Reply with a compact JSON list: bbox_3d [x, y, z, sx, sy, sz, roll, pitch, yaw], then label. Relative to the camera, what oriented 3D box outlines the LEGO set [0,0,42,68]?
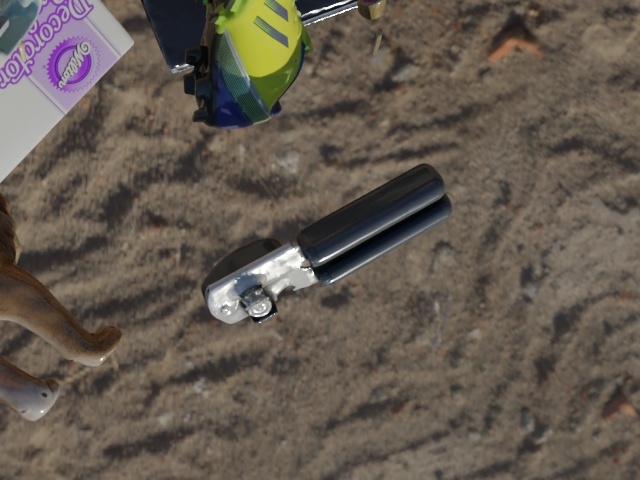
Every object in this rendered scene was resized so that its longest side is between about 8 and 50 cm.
[{"bbox_3d":[-0.269,-0.171,0.527,0.286,0.132,0.107,14,140,4],"label":"LEGO set"}]

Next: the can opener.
[{"bbox_3d":[0.000,0.000,1.138,0.280,0.093,0.074,-26,142,2],"label":"can opener"}]

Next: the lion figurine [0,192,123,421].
[{"bbox_3d":[-0.274,0.082,0.671,0.240,0.392,0.142,41,120,-21],"label":"lion figurine"}]

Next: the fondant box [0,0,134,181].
[{"bbox_3d":[-0.328,-0.184,0.817,0.238,0.096,0.330,-48,140,-7],"label":"fondant box"}]

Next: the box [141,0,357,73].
[{"bbox_3d":[-0.070,-0.499,1.654,0.471,0.480,0.297,-23,112,-3],"label":"box"}]

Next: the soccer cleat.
[{"bbox_3d":[-0.058,-0.214,1.063,0.121,0.093,0.289,-7,151,-20],"label":"soccer cleat"}]

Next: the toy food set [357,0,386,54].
[{"bbox_3d":[0.039,-0.193,0.748,0.019,0.078,0.122,8,88,0],"label":"toy food set"}]
